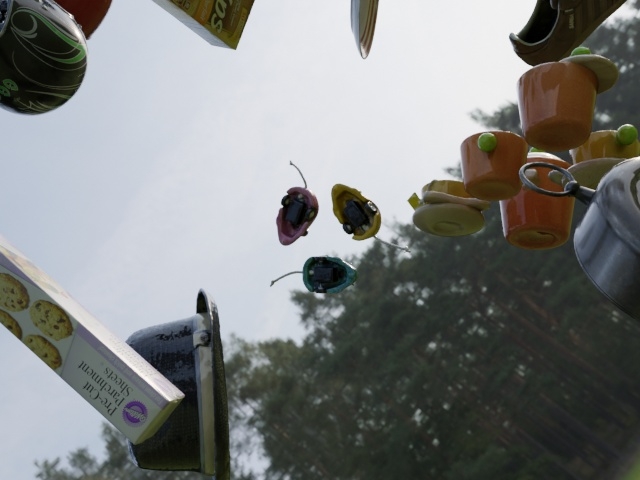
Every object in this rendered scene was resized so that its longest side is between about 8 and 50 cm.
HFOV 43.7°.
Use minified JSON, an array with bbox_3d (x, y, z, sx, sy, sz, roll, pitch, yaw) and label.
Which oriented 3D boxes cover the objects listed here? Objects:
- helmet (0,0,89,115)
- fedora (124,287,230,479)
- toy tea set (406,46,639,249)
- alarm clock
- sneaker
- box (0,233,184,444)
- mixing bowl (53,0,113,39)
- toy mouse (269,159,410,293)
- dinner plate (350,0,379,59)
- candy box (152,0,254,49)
[{"bbox_3d":[-0.403,-0.255,1.106,0.169,0.169,0.161,-54,-40,1],"label":"helmet"},{"bbox_3d":[-0.227,0.240,1.232,0.152,0.334,0.334,-3,-43,-10],"label":"fedora"},{"bbox_3d":[0.235,-0.100,0.867,0.336,0.199,0.124,127,152,-65],"label":"toy tea set"},{"bbox_3d":[0.219,-0.009,0.519,0.129,0.192,0.064,-45,-26,-43],"label":"alarm clock"},{"bbox_3d":[0.285,-0.272,0.875,0.071,0.066,0.188,16,-61,-39],"label":"sneaker"},{"bbox_3d":[-0.302,0.102,0.922,0.067,0.324,0.063,-50,-8,1],"label":"box"},{"bbox_3d":[-0.461,-0.487,1.525,0.098,0.182,0.181,-31,-22,13],"label":"mixing bowl"},{"bbox_3d":[0.000,0.000,0.805,0.143,0.161,0.031,-49,-21,24],"label":"toy mouse"},{"bbox_3d":[0.047,-0.260,0.830,0.141,0.017,0.141,8,-90,-82],"label":"dinner plate"},{"bbox_3d":[-0.278,-0.593,1.852,0.316,0.087,0.183,24,-94,-60],"label":"candy box"}]
